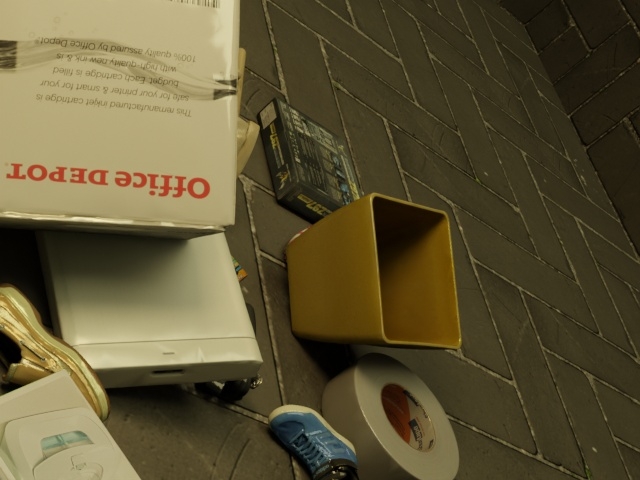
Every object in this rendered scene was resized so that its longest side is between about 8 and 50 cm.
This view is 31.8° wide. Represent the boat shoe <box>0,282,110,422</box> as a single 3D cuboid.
[{"bbox_3d":[-0.307,0.134,1.192,0.190,0.068,0.072,44,37,9],"label":"boat shoe"}]

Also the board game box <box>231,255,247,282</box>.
[{"bbox_3d":[-0.188,0.032,1.514,0.141,0.048,0.170,51,26,-1],"label":"board game box"}]

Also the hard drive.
[{"bbox_3d":[-0.225,0.016,1.383,0.233,0.047,0.353,0,51,-27],"label":"hard drive"}]

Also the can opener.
[{"bbox_3d":[-0.108,0.142,1.484,0.073,0.059,0.186,40,28,-18],"label":"can opener"}]

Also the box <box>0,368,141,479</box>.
[{"bbox_3d":[-0.246,0.273,0.867,0.231,0.262,0.127,53,26,6],"label":"box"}]

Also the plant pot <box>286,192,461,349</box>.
[{"bbox_3d":[0.068,0.064,1.673,0.212,0.187,0.212,11,71,-51],"label":"plant pot"}]

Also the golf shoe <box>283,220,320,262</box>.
[{"bbox_3d":[0.000,0.000,1.810,0.067,0.086,0.186,49,28,-4],"label":"golf shoe"}]

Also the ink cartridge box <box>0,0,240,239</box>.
[{"bbox_3d":[-0.251,-0.205,1.290,0.286,0.166,0.394,4,83,-23],"label":"ink cartridge box"}]

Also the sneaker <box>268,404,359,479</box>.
[{"bbox_3d":[-0.004,0.279,1.468,0.152,0.058,0.084,42,18,-31],"label":"sneaker"}]

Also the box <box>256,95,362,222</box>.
[{"bbox_3d":[-0.013,-0.127,1.982,0.183,0.059,0.232,28,33,-37],"label":"box"}]

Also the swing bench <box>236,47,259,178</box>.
[{"bbox_3d":[-0.235,-0.210,1.626,0.253,0.165,0.254,29,34,-37],"label":"swing bench"}]

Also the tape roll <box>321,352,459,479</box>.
[{"bbox_3d":[0.102,0.273,1.629,0.219,0.072,0.219,38,28,-25],"label":"tape roll"}]
